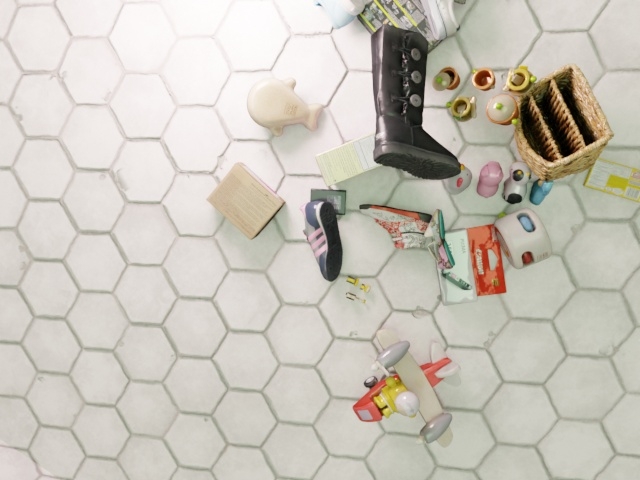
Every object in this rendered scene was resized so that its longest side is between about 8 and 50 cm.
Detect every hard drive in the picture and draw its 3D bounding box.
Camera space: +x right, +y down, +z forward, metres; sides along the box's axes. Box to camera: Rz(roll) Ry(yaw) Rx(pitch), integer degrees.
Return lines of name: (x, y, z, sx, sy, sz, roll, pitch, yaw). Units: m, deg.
hard drive: (0.028, -0.147, 1.905, 0.135, 0.022, 0.094, 4, 100, 7)

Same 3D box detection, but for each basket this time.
basket: (0.745, -0.368, 1.610, 0.214, 0.223, 0.298, -16, 70, 8)

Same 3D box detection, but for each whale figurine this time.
whale figurine: (-0.135, -0.485, 1.837, 0.272, 0.141, 0.216, 11, 102, -18)

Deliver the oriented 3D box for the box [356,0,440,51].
box: (0.291, -0.755, 1.749, 0.216, 0.060, 0.270, -41, 91, 13)

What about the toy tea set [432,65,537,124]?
toy tea set: (0.519, -0.488, 1.661, 0.336, 0.124, 0.199, 15, 97, 33)

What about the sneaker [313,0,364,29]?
sneaker: (0.003, -0.896, 1.737, 0.150, 0.135, 0.365, -35, 77, 41)

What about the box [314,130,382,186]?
box: (0.124, -0.290, 1.770, 0.243, 0.213, 0.117, -20, 96, 11)

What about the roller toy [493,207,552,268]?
roller toy: (0.705, -0.007, 1.742, 0.146, 0.191, 0.209, -24, 95, 11)

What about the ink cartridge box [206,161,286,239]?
ink cartridge box: (-0.281, -0.151, 1.917, 0.235, 0.088, 0.193, 43, 101, 0)

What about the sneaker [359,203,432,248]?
sneaker: (0.265, -0.048, 1.852, 0.270, 0.090, 0.144, 10, 98, 4)

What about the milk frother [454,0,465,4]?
milk frother: (0.505, -0.876, 1.684, 0.143, 0.129, 0.134, 9, 140, -21)

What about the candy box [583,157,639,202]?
candy box: (1.032, -0.209, 1.745, 0.206, 0.027, 0.105, 18, 99, 5)

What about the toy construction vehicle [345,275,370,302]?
toy construction vehicle: (0.138, 0.189, 1.942, 0.098, 0.035, 0.085, 20, 91, 2)

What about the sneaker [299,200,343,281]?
sneaker: (0.000, 0.000, 1.904, 0.131, 0.112, 0.318, 8, 113, 39)

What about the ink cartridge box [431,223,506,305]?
ink cartridge box: (0.548, 0.089, 1.850, 0.239, 0.060, 0.274, -9, 98, 11)

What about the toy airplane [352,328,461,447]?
toy airplane: (0.341, 0.547, 1.845, 0.387, 0.272, 0.383, 17, 101, 6)

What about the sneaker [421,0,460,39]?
sneaker: (0.388, -0.799, 1.661, 0.091, 0.094, 0.257, -21, 104, -1)

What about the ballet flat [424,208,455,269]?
ballet flat: (0.416, 0.001, 1.794, 0.079, 0.077, 0.221, -12, 98, 27)

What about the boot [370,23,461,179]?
boot: (0.320, -0.450, 1.670, 0.146, 0.367, 0.444, -17, 69, 47)

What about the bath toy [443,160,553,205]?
bath toy: (0.611, -0.208, 1.756, 0.349, 0.129, 0.151, 7, 100, 8)
